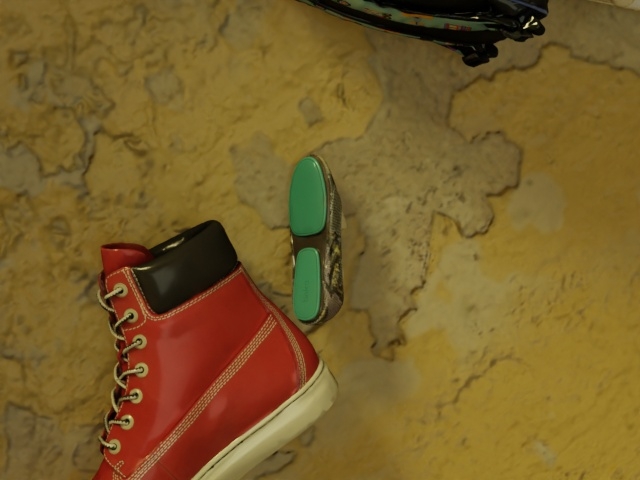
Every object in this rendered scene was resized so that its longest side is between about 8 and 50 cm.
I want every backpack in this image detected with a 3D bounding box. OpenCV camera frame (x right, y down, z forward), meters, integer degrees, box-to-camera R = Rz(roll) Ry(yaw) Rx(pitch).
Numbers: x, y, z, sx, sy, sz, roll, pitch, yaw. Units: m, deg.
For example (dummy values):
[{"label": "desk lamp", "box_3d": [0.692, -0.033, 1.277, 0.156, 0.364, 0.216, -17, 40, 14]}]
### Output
[{"label": "backpack", "box_3d": [0.054, -0.188, 0.950, 0.173, 0.158, 0.117, 13, 88, -6]}]

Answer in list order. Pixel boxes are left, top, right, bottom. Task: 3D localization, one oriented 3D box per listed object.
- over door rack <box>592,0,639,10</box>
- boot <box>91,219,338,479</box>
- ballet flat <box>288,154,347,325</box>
[{"label": "over door rack", "box_3d": [0.357, -0.249, 1.043, 0.324, 0.108, 0.239, 9, 99, -18]}, {"label": "boot", "box_3d": [-0.129, 0.104, 0.986, 0.244, 0.088, 0.176, -41, 108, -14]}, {"label": "ballet flat", "box_3d": [0.000, 0.000, 1.026, 0.041, 0.041, 0.114, 2, 87, -16]}]
